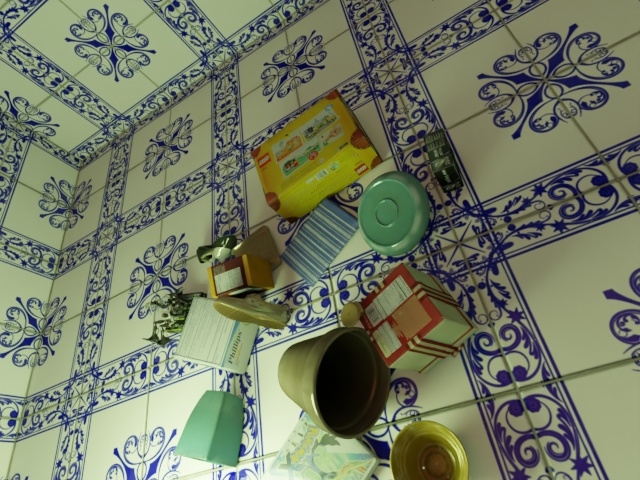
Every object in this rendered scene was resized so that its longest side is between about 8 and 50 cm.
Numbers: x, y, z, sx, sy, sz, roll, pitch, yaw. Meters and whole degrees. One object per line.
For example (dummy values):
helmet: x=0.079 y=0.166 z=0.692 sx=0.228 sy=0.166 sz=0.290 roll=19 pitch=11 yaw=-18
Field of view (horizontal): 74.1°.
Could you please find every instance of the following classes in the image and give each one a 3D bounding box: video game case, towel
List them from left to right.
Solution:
video game case: x=-0.011 y=0.737 z=1.357 sx=0.300 sy=0.036 sz=0.329 roll=30 pitch=83 yaw=41
towel: x=0.000 y=0.000 z=1.773 sx=0.336 sy=0.040 sz=0.243 roll=-52 pitch=50 yaw=0

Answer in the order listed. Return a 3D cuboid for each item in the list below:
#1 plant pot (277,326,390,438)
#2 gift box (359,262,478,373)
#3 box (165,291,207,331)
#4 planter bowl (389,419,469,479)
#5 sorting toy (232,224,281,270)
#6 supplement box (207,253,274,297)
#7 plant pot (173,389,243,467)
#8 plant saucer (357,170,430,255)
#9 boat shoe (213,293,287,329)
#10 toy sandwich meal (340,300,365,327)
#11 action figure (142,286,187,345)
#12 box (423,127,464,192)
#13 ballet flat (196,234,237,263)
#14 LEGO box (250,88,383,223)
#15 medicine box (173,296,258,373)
plant pot: x=0.014 y=0.433 z=1.361 sx=0.280 sy=0.323 sz=0.323 roll=-8 pitch=59 yaw=48
gift box: x=0.277 y=0.247 z=1.300 sx=0.276 sy=0.258 sz=0.255 roll=-45 pitch=49 yaw=23
box: x=-0.631 y=0.340 z=1.992 sx=0.190 sy=0.045 sz=0.184 roll=-10 pitch=62 yaw=28
planter bowl: x=0.309 y=0.619 z=1.174 sx=0.217 sy=0.090 sz=0.217 roll=-16 pitch=56 yaw=25
sorting toy: x=-0.324 y=0.099 z=1.930 sx=0.307 sy=0.041 sz=0.229 roll=-36 pitch=54 yaw=13
supplement box: x=-0.329 y=0.158 z=1.767 sx=0.194 sy=0.191 sz=0.129 roll=-19 pitch=73 yaw=18
plant pot: x=-0.389 y=0.683 z=1.562 sx=0.165 sy=0.166 sz=0.234 roll=-9 pitch=54 yaw=30
plant saucer: x=0.252 y=-0.101 z=1.563 sx=0.317 sy=0.044 sz=0.317 roll=-2 pitch=87 yaw=43
boat shoe: x=-0.265 y=0.259 z=1.640 sx=0.109 sy=0.302 sz=0.098 roll=-40 pitch=37 yaw=47
toy sandwich meal: x=0.096 y=0.221 z=1.276 sx=0.085 sy=0.029 sz=0.085 roll=-21 pitch=60 yaw=40
action figure: x=-0.704 y=0.332 z=1.925 sx=0.164 sy=0.141 sz=0.276 roll=7 pitch=73 yaw=37
box: x=0.450 y=-0.290 z=1.555 sx=0.077 sy=0.147 sz=0.180 roll=-20 pitch=56 yaw=23
ballet flat: x=-0.493 y=0.053 z=2.031 sx=0.280 sy=0.095 sz=0.096 roll=-20 pitch=64 yaw=40
LEGO box: x=-0.034 y=-0.372 z=1.893 sx=0.500 sy=0.193 sz=0.372 roll=-33 pitch=51 yaw=15
medicine box: x=-0.423 y=0.388 z=1.755 sx=0.289 sy=0.149 sz=0.263 roll=0 pitch=65 yaw=33
